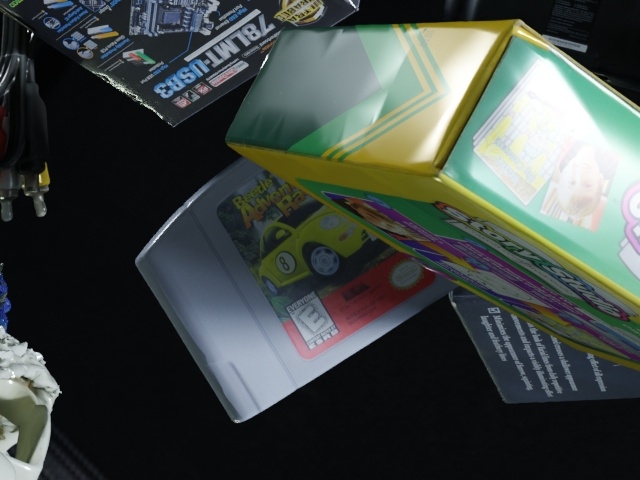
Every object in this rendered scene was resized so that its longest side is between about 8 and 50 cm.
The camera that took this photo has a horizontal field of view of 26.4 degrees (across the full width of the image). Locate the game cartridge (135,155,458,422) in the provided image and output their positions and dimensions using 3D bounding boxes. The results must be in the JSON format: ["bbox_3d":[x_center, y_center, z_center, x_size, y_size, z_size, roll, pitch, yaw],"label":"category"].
[{"bbox_3d":[0.000,0.000,1.183,0.294,0.060,0.196,-32,-86,-9],"label":"game cartridge"}]

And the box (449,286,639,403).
[{"bbox_3d":[0.360,0.020,1.448,0.396,0.293,0.212,-4,-118,17],"label":"box"}]

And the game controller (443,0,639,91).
[{"bbox_3d":[0.294,-0.270,1.532,0.319,0.067,0.166,19,-78,25],"label":"game controller"}]

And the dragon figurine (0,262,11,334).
[{"bbox_3d":[-0.423,0.002,1.377,0.144,0.289,0.085,-29,-155,-4],"label":"dragon figurine"}]

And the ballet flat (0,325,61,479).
[{"bbox_3d":[-0.244,0.129,0.875,0.147,0.409,0.147,0,-80,0],"label":"ballet flat"}]

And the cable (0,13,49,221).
[{"bbox_3d":[-0.339,-0.167,1.457,0.072,0.139,0.287,-8,-98,28],"label":"cable"}]

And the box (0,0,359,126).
[{"bbox_3d":[-0.161,-0.262,1.330,0.296,0.293,0.073,-26,-136,42],"label":"box"}]

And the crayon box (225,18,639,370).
[{"bbox_3d":[0.157,-0.014,0.917,0.106,0.363,0.313,-63,-154,-6],"label":"crayon box"}]
